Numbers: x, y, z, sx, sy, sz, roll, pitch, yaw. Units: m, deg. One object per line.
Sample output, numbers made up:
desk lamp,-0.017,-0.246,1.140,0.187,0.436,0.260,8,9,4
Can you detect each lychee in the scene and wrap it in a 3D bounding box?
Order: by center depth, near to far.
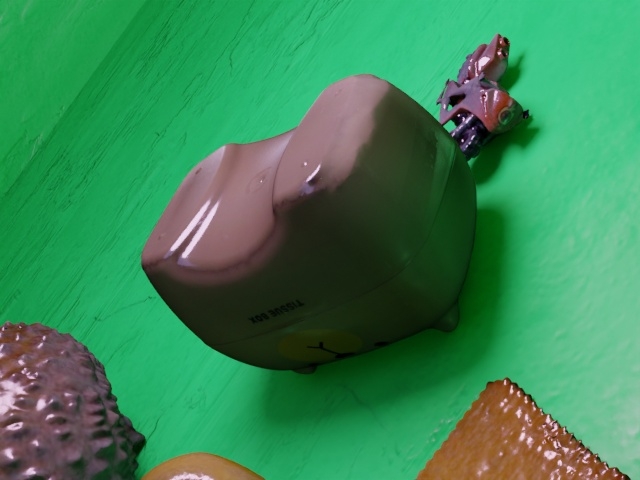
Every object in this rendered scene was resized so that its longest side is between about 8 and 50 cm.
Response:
lychee,-0.453,0.302,1.384,0.380,0.432,0.380,1,92,52

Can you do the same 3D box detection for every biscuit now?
biscuit,0.161,0.268,0.928,0.237,0.013,0.232,-54,31,3

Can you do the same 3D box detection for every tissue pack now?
tissue pack,0.000,0.000,1.179,0.387,0.277,0.267,-23,35,40

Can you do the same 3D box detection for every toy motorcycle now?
toy motorcycle,0.212,-0.186,1.246,0.118,0.084,0.213,-34,30,44

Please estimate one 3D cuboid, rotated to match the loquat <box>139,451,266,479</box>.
loquat,-0.131,0.334,1.061,0.213,0.213,0.213,-35,36,30
